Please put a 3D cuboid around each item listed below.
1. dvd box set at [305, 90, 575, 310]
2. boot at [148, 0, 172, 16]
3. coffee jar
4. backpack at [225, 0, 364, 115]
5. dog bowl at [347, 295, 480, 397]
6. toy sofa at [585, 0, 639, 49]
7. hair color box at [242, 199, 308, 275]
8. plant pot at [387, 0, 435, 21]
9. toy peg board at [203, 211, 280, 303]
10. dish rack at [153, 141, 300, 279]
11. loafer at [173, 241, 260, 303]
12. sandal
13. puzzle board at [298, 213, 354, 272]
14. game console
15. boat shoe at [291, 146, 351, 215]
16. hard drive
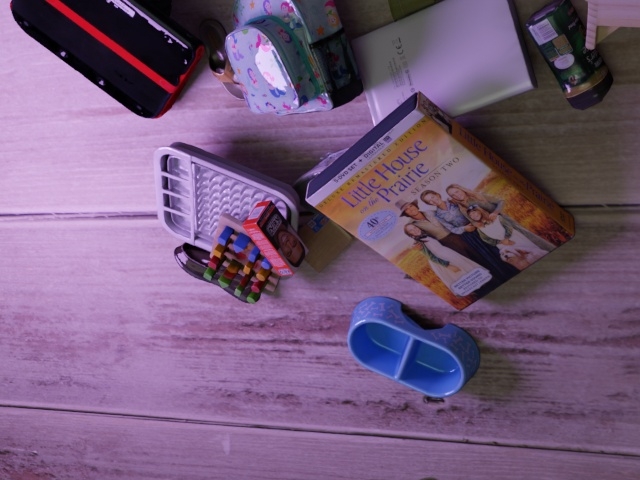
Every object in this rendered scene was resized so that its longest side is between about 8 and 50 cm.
[{"bbox_3d":[0.227,-0.059,1.876,0.420,0.062,0.307,36,127,-23],"label":"dvd box set"},{"bbox_3d":[-0.455,-0.551,1.932,0.260,0.131,0.348,-16,102,24],"label":"boot"},{"bbox_3d":[0.431,-0.319,1.706,0.079,0.096,0.184,-24,107,35],"label":"coffee jar"},{"bbox_3d":[-0.059,-0.359,1.832,0.225,0.191,0.254,5,116,52],"label":"backpack"},{"bbox_3d":[0.191,0.235,2.132,0.297,0.074,0.166,23,124,11],"label":"dog bowl"},{"bbox_3d":[0.598,-0.397,1.536,0.362,0.150,0.177,8,136,20],"label":"toy sofa"},{"bbox_3d":[-0.088,-0.004,1.974,0.043,0.072,0.141,-9,129,41],"label":"hair color box"},{"bbox_3d":[0.162,-0.441,1.771,0.079,0.083,0.083,-12,113,15],"label":"plant pot"},{"bbox_3d":[-0.164,0.048,2.081,0.161,0.079,0.161,28,144,4],"label":"toy peg board"},{"bbox_3d":[-0.187,-0.071,2.084,0.332,0.072,0.286,23,142,13],"label":"dish rack"},{"bbox_3d":[-0.221,0.056,2.214,0.220,0.080,0.078,27,115,1],"label":"loafer"},{"bbox_3d":[-0.194,-0.355,1.982,0.072,0.049,0.180,-20,108,31],"label":"sandal"},{"bbox_3d":[0.000,0.000,2.121,0.096,0.011,0.128,43,124,-2],"label":"puzzle board"},{"bbox_3d":[-0.425,-0.418,1.942,0.386,0.060,0.342,36,150,-8],"label":"game console"},{"bbox_3d":[0.083,-0.139,1.965,0.320,0.103,0.118,-23,117,37],"label":"boat shoe"},{"bbox_3d":[0.217,-0.320,1.790,0.307,0.040,0.203,-17,87,30],"label":"hard drive"}]
